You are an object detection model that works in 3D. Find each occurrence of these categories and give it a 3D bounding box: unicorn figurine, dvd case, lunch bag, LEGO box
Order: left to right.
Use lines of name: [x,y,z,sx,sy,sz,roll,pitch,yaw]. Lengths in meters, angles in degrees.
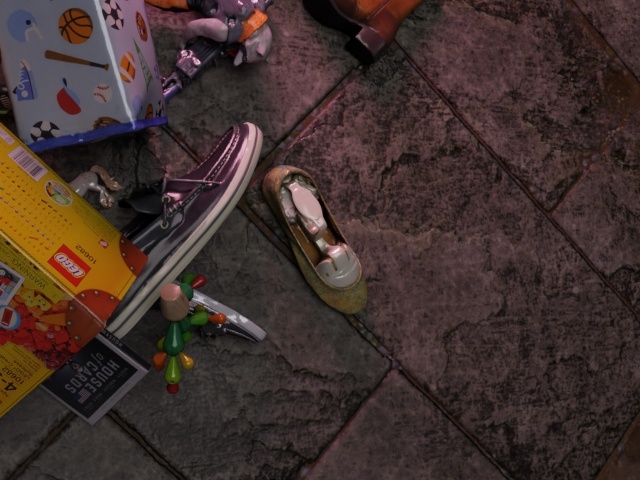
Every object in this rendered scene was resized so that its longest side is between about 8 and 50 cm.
LEGO box: [-0.577,0.007,1.180,0.500,0.372,0.193,44,26,-14]
dvd case: [-0.441,0.202,1.389,0.238,0.029,0.179,42,114,-12]
unicorn figurine: [-0.458,-0.085,1.470,0.162,0.060,0.111,-41,99,-38]
lunch bag: [-0.393,-0.328,1.342,0.239,0.385,0.328,-9,102,6]

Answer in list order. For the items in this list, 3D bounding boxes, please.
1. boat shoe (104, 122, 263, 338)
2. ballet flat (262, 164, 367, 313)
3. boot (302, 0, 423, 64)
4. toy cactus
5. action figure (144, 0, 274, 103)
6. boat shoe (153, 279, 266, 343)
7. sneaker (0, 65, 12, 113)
boat shoe: [-0.287,-0.045,1.464,0.156,0.187,0.500,43,75,-18]
ballet flat: [0.000,0.000,1.607,0.123,0.123,0.348,-33,96,-22]
boot: [0.108,-0.571,1.736,0.264,0.096,0.280,41,70,-12]
toy cactus: [-0.238,0.140,1.375,0.112,0.180,0.219,12,58,8]
action figure: [-0.243,-0.439,1.539,0.330,0.178,0.341,34,70,-5]
boat shoe: [-0.216,0.151,1.523,0.228,0.080,0.076,31,81,-15]
sneaker: [-0.624,-0.447,1.366,0.185,0.202,0.483,-21,91,-22]
